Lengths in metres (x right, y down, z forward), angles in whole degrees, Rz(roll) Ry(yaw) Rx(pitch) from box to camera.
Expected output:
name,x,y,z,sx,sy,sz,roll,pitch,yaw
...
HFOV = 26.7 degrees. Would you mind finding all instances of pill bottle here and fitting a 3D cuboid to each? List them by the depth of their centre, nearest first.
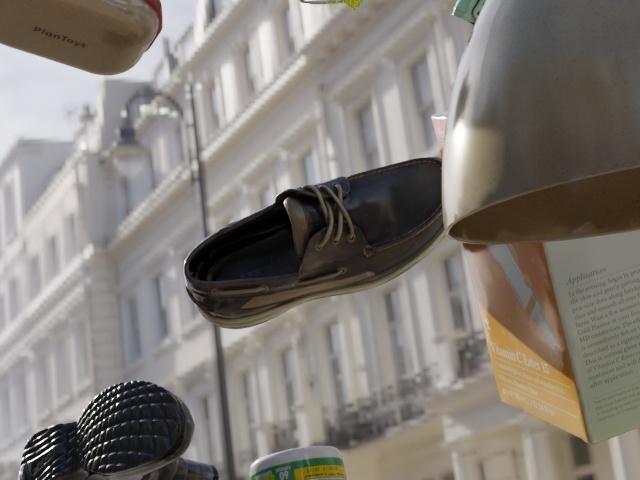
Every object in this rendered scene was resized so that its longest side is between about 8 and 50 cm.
name,x,y,z,sx,sy,sz,roll,pitch,yaw
pill bottle,-0.013,0.358,1.602,0.117,0.208,0.117,-10,-19,-3

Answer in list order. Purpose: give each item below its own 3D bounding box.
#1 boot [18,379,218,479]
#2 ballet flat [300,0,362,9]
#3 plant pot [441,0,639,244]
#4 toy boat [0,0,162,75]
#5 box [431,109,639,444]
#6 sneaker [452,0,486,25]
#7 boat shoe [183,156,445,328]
name,x,y,z,sx,sy,sz,roll,pitch,yaw
boot,-0.213,0.281,1.738,0.222,0.118,0.338,25,-31,-35
ballet flat,-0.037,-0.395,1.995,0.231,0.077,0.077,19,22,14
plant pot,0.214,-0.118,0.950,0.284,0.191,0.284,-7,-10,-1
toy boat,-0.287,-0.293,1.508,0.231,0.151,0.151,17,-28,-21
box,0.270,0.010,1.436,0.168,0.345,0.215,-17,10,-15
sneaker,0.266,-0.457,2.285,0.256,0.151,0.094,48,-8,-28
boat shoe,0.000,0.000,1.598,0.355,0.132,0.130,-27,-21,6
